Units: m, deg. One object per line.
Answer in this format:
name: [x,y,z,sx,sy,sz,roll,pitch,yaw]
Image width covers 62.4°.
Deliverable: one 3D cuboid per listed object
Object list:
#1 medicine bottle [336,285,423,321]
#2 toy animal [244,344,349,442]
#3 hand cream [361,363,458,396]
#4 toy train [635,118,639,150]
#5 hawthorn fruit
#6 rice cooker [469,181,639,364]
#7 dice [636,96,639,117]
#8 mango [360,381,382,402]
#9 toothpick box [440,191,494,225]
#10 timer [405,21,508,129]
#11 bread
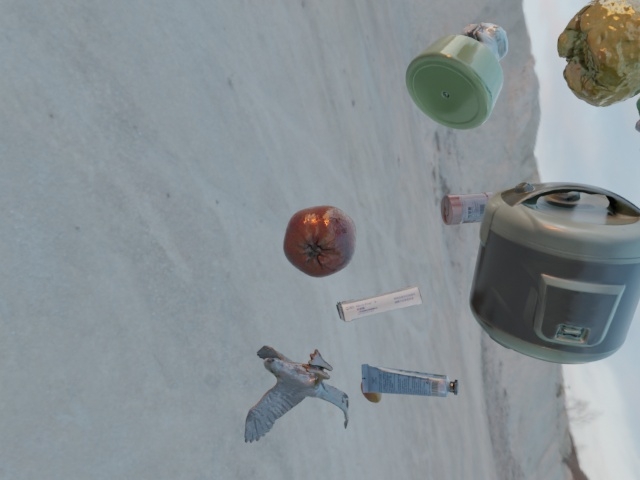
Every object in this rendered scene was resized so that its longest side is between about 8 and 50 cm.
medicine bottle: [0.144,0.158,1.345,0.171,0.201,0.052,113,-37,-83]
toy animal: [-0.020,0.367,1.268,0.302,0.285,0.224,119,-15,-52]
hand cream: [0.250,0.401,1.496,0.058,0.272,0.091,-37,126,-67]
toy train: [0.934,-0.251,1.273,0.299,0.202,0.131,-119,-173,-49]
hawthorn fruit: [0.000,0.000,1.930,0.300,0.276,0.275,-15,92,-87]
rice cooker: [0.481,0.045,1.058,0.335,0.336,0.324,-65,162,-67]
dice: [1.214,-0.399,1.676,0.287,0.300,0.296,-21,85,-45]
mango: [0.207,0.600,2.116,0.060,0.080,0.114,-26,106,-52]
toothpick box: [0.467,-0.101,1.665,0.098,0.149,0.098,175,-90,-83]
timer: [0.465,-0.555,1.645,0.315,0.291,0.290,-53,143,-17]
bread: [0.592,-0.391,1.113,0.244,0.134,0.244,-12,90,-88]
